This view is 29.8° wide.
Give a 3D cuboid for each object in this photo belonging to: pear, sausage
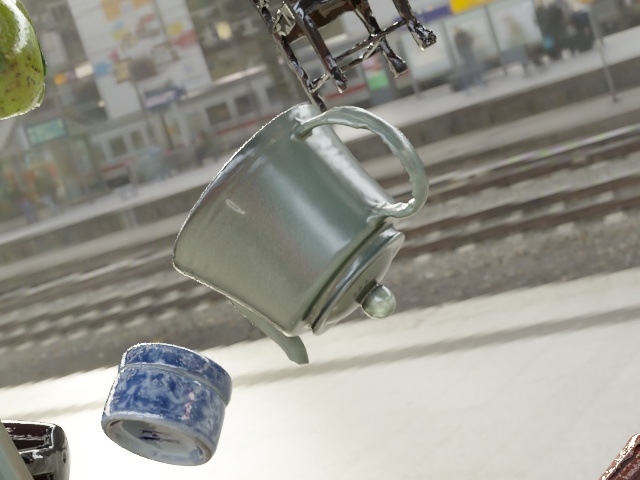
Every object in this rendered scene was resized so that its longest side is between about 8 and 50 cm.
[{"bbox_3d":[-0.520,-0.308,1.888,0.164,0.238,0.255,-14,8,-14],"label":"pear"},{"bbox_3d":[0.342,0.272,1.313,0.141,0.076,0.076,-49,15,-14],"label":"sausage"}]

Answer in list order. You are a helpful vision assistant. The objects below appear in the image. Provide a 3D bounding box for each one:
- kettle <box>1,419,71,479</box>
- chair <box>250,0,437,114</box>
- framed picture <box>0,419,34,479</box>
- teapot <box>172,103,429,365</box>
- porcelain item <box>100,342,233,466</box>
[{"bbox_3d":[-0.494,0.328,1.779,0.232,0.144,0.202,-9,-13,6],"label":"kettle"},{"bbox_3d":[-0.013,-0.236,1.080,0.113,0.229,0.106,-32,0,-16],"label":"chair"},{"bbox_3d":[-0.476,0.358,1.582,0.213,0.289,0.016,-28,0,-17],"label":"framed picture"},{"bbox_3d":[0.000,0.000,0.890,0.162,0.149,0.239,-36,-16,-47],"label":"teapot"},{"bbox_3d":[-0.186,0.199,1.479,0.147,0.147,0.114,-13,48,38],"label":"porcelain item"}]
